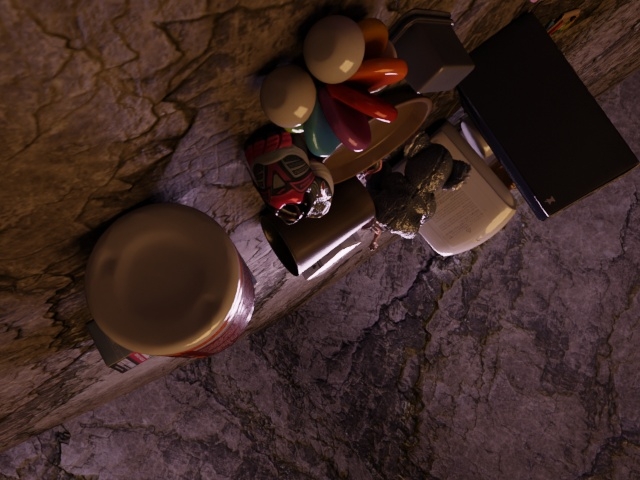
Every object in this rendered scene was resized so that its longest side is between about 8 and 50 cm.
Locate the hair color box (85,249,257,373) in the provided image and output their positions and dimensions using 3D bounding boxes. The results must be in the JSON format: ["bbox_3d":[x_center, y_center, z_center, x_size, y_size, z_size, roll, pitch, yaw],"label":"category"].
[{"bbox_3d":[-0.345,0.170,1.289,0.374,0.114,0.185,-30,170,-18],"label":"hair color box"}]

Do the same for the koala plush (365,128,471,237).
[{"bbox_3d":[0.230,-0.135,1.254,0.221,0.196,0.203,-49,-175,29],"label":"koala plush"}]

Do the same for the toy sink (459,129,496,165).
[{"bbox_3d":[0.411,-0.220,1.599,0.234,0.153,0.131,-35,170,8],"label":"toy sink"}]

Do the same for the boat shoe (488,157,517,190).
[{"bbox_3d":[0.531,-0.201,1.460,0.342,0.123,0.123,-38,-177,14],"label":"boat shoe"}]

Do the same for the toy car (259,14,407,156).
[{"bbox_3d":[0.029,-0.179,0.667,0.182,0.136,0.159,-38,169,30],"label":"toy car"}]

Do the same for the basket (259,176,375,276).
[{"bbox_3d":[-0.002,-0.046,1.207,0.226,0.154,0.204,-34,169,-13],"label":"basket"}]

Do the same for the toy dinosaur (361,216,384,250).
[{"bbox_3d":[0.206,-0.095,1.692,0.295,0.127,0.200,-35,164,-14],"label":"toy dinosaur"}]

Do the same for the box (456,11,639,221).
[{"bbox_3d":[0.445,-0.229,1.099,0.179,0.343,0.312,-34,171,17],"label":"box"}]

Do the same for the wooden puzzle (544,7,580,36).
[{"bbox_3d":[0.514,-0.461,1.140,0.116,0.014,0.078,-28,169,-23],"label":"wooden puzzle"}]

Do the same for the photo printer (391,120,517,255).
[{"bbox_3d":[0.335,-0.119,1.395,0.256,0.307,0.107,-40,-176,36],"label":"photo printer"}]

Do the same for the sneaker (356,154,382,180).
[{"bbox_3d":[0.099,-0.168,1.225,0.057,0.047,0.119,-15,163,-23],"label":"sneaker"}]

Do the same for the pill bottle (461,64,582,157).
[{"bbox_3d":[0.499,-0.329,1.340,0.272,0.152,0.152,-32,170,6],"label":"pill bottle"}]

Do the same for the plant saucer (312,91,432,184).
[{"bbox_3d":[0.092,-0.200,1.044,0.277,0.041,0.278,-31,171,-6],"label":"plant saucer"}]

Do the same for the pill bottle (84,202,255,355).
[{"bbox_3d":[-0.233,0.093,0.938,0.224,0.224,0.392,-31,169,-9],"label":"pill bottle"}]

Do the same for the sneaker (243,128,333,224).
[{"bbox_3d":[-0.045,-0.079,0.906,0.120,0.112,0.299,-20,167,11],"label":"sneaker"}]

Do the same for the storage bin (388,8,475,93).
[{"bbox_3d":[0.155,-0.264,0.777,0.135,0.091,0.098,-20,165,-47],"label":"storage bin"}]

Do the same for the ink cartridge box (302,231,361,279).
[{"bbox_3d":[0.000,0.000,1.439,0.082,0.140,0.190,-21,165,-41],"label":"ink cartridge box"}]

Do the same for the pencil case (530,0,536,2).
[{"bbox_3d":[0.287,-0.382,0.414,0.386,0.160,0.167,-38,-162,27],"label":"pencil case"}]
